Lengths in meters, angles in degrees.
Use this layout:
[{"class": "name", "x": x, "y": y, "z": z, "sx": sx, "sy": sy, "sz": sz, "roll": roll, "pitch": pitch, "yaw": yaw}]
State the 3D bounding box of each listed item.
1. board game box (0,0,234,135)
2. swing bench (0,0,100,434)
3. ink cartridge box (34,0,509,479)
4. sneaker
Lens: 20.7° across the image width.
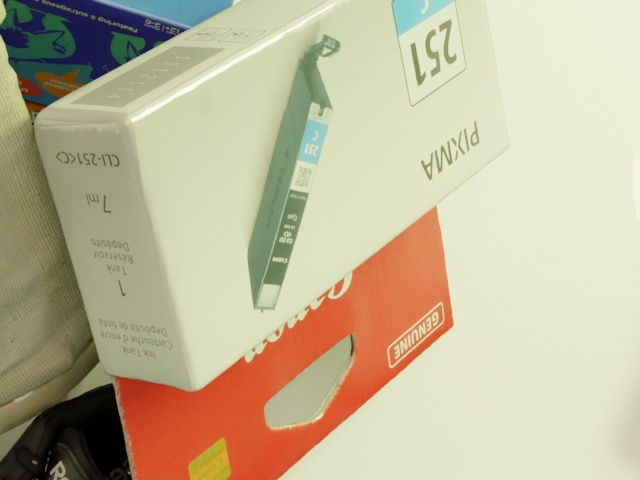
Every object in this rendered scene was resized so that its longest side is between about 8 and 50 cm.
[{"class": "board game box", "x": -0.142, "y": -0.106, "z": 0.977, "sx": 0.160, "sy": 0.210, "sz": 0.047, "roll": 16, "pitch": 67, "yaw": -6}, {"class": "swing bench", "x": -0.256, "y": -0.038, "z": 0.855, "sx": 0.165, "sy": 0.253, "sz": 0.255, "roll": -39, "pitch": 55, "yaw": -23}, {"class": "ink cartridge box", "x": 0.000, "y": 0.000, "z": 0.915, "sx": 0.296, "sy": 0.066, "sz": 0.261, "roll": -37, "pitch": 124, "yaw": -44}, {"class": "sneaker", "x": -0.155, "y": 0.162, "z": 0.913, "sx": 0.276, "sy": 0.135, "sz": 0.097, "roll": -41, "pitch": 85, "yaw": -22}]
